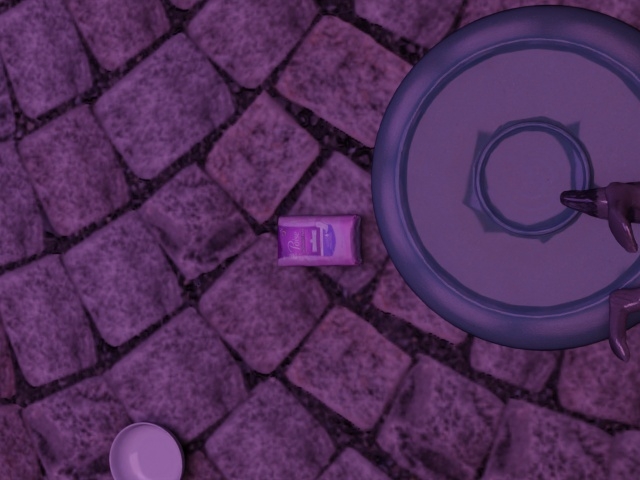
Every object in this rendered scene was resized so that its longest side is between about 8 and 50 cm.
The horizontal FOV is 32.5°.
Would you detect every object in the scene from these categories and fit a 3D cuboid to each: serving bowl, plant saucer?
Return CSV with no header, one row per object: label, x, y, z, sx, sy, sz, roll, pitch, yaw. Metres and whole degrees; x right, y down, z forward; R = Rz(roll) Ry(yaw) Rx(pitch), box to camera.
serving bowl,-0.175,0.226,1.132,0.083,0.027,0.083,1,92,18
plant saucer,0.193,-0.056,0.989,0.318,0.044,0.317,1,92,19

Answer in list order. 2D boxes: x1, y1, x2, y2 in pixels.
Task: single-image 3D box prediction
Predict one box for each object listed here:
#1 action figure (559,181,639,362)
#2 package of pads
action figure,0.364,-0.064,0.831,0.330,0.341,0.178,-22,42,0
package of pads,0.000,0.000,1.061,0.083,0.032,0.050,-1,90,19
